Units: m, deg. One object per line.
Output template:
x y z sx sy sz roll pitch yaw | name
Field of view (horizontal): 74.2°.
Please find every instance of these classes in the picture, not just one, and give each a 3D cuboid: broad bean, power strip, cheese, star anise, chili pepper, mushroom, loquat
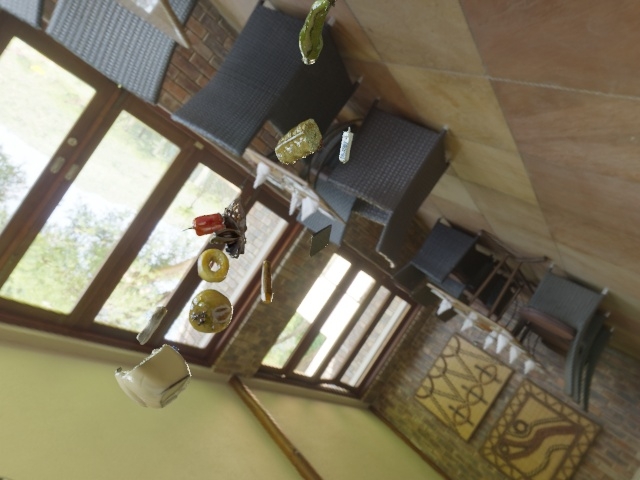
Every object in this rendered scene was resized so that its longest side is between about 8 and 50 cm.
-0.014 -0.584 1.170 0.075 0.067 0.325 23 167 -10 | broad bean
0.136 -0.500 2.228 0.048 0.190 0.030 23 -159 39 | power strip
-0.636 0.517 1.631 0.233 0.127 0.266 40 -165 7 | cheese
-0.334 -0.039 1.590 0.111 0.257 0.198 -2 136 9 | star anise
-0.506 -0.063 1.802 0.086 0.192 0.084 -129 25 -60 | chili pepper
-0.817 0.410 2.050 0.059 0.202 0.054 31 150 -10 | mushroom
-0.510 0.330 1.970 0.213 0.213 0.213 33 179 1 | loquat

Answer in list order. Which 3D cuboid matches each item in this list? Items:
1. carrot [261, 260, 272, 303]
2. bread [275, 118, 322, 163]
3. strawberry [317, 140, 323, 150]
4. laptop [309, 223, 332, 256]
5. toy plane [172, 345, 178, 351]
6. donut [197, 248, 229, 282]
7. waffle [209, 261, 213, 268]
-0.192 0.146 1.524 0.042 0.042 0.170 34 -141 -39 | carrot
-0.114 -0.460 2.022 0.130 0.151 0.268 18 157 -37 | bread
-0.028 -0.498 2.171 0.073 0.073 0.083 34 -161 -39 | strawberry
0.000 0.000 2.246 0.016 0.135 0.197 46 151 23 | laptop
-0.750 0.556 2.081 0.054 0.062 0.167 26 -169 13 | toy plane
-0.530 0.122 2.119 0.162 0.178 0.065 -3 166 -32 | donut
-0.619 0.131 2.288 0.075 0.083 0.029 33 157 18 | waffle
